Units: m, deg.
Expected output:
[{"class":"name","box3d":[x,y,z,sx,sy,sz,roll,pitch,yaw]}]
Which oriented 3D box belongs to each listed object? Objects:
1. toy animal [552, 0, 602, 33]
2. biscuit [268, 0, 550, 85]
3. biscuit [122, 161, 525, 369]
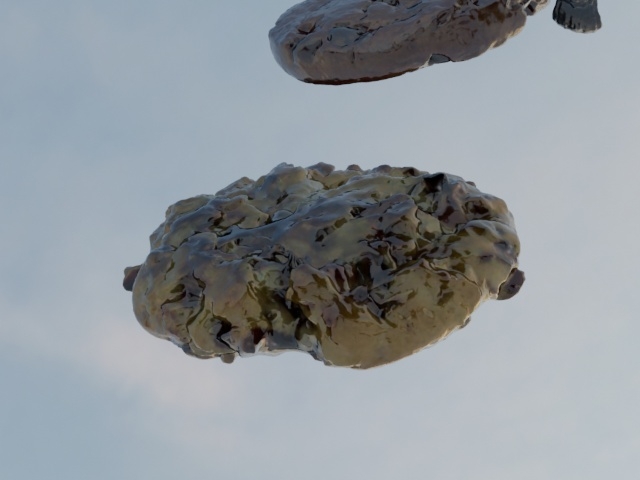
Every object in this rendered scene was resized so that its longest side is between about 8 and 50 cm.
[{"class":"toy animal","box3d":[0.157,-0.170,0.875,0.220,0.062,0.108,19,-11,12]},{"class":"biscuit","box3d":[0.058,-0.156,0.995,0.192,0.192,0.049,-12,-67,3]},{"class":"biscuit","box3d":[-0.004,0.001,1.154,0.289,0.334,0.081,-23,-65,-27]}]
